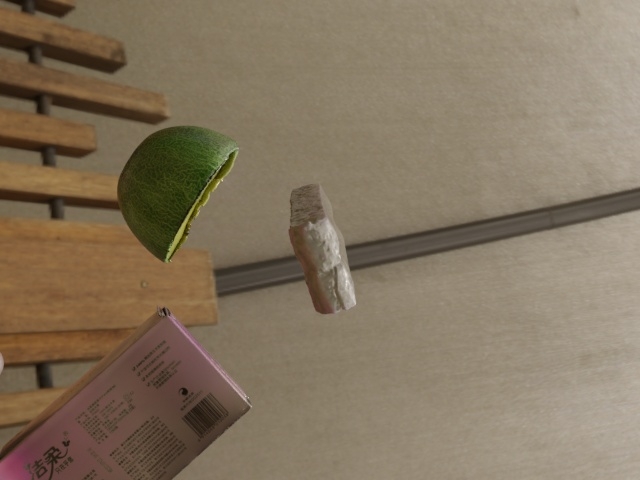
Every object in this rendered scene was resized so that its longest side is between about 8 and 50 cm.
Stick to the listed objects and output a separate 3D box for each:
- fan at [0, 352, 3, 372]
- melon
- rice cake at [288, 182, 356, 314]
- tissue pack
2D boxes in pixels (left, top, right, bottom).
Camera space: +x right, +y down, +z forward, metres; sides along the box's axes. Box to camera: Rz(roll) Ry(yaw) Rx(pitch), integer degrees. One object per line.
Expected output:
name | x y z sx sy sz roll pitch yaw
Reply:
fan | -0.521 0.259 1.134 0.074 0.130 0.244 21 -105 15
melon | -0.284 -0.105 1.466 0.169 0.129 0.265 32 -86 1
rice cake | 0.001 0.001 0.963 0.050 0.298 0.106 -19 -79 2
tissue pack | -0.220 0.206 0.910 0.246 0.092 0.148 -41 -79 -8
